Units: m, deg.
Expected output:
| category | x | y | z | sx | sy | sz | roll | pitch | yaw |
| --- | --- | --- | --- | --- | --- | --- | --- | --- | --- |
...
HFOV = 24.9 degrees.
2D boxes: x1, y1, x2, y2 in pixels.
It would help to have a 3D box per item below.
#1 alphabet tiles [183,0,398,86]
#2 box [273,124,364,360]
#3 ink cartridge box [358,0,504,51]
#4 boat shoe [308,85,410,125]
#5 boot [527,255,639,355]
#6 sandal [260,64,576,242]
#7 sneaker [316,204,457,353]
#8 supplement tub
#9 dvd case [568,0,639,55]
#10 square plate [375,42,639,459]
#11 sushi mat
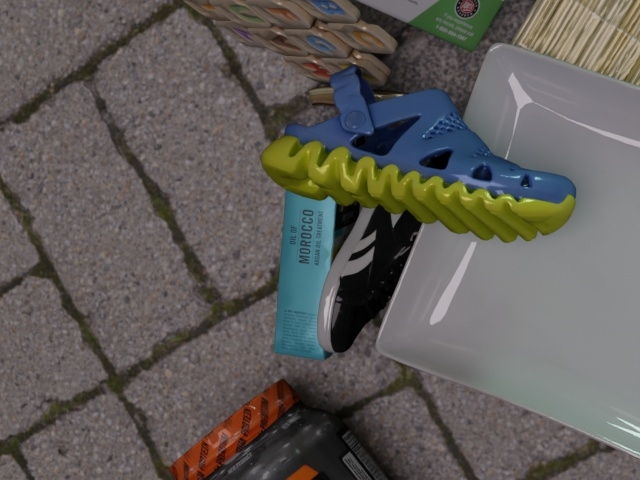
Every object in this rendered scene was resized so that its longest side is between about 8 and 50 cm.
| category | x | y | z | sx | sy | sz | roll | pitch | yaw |
| --- | --- | --- | --- | --- | --- | --- | --- | --- | --- |
| alphabet tiles | -0.060 | -0.236 | 1.479 | 0.278 | 0.284 | 0.021 | 12 | 73 | 52 |
| box | 0.000 | 0.000 | 1.586 | 0.060 | 0.100 | 0.244 | 8 | 101 | 15 |
| ink cartridge box | 0.127 | -0.354 | 1.429 | 0.278 | 0.201 | 0.117 | -60 | 43 | 16 |
| boat shoe | 0.051 | -0.142 | 1.575 | 0.135 | 0.050 | 0.045 | 7 | 95 | 17 |
| boot | 0.313 | 0.075 | 1.482 | 0.236 | 0.085 | 0.178 | 30 | 90 | 19 |
| sandal | 0.101 | -0.089 | 1.426 | 0.317 | 0.126 | 0.138 | 16 | 77 | 19 |
| sneaker | 0.085 | 0.028 | 1.529 | 0.121 | 0.079 | 0.216 | 16 | 74 | 24 |
| supplement tub | 0.000 | 0.331 | 1.577 | 0.207 | 0.207 | 0.338 | -41 | 84 | 19 |
| dvd case | 0.332 | -0.151 | 1.497 | 0.221 | 0.018 | 0.164 | 30 | 105 | 11 |
| square plate | 0.269 | 0.012 | 1.435 | 0.347 | 0.049 | 0.344 | 21 | 89 | 22 |
| sushi mat | 0.325 | -0.279 | 1.467 | 0.151 | 0.019 | 0.316 | 33 | 102 | 12 |
